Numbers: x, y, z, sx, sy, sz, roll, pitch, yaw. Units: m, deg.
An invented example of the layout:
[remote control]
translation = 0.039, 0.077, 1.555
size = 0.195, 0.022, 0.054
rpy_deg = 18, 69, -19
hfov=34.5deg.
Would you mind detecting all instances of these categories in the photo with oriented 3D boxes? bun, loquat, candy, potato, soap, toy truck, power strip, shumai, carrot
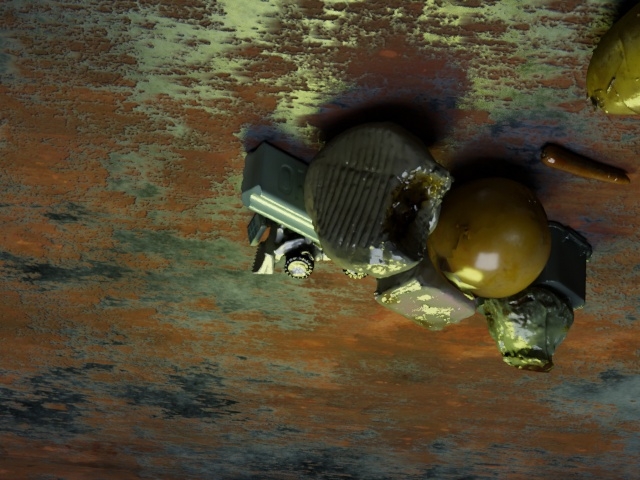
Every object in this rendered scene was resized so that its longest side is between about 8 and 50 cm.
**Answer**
[bun]
translation = 0.106, -0.067, 1.815
size = 0.281, 0.282, 0.205
rpy_deg = -13, 164, 27
[loquat]
translation = 0.309, -0.005, 1.888
size = 0.235, 0.235, 0.235
rpy_deg = 4, 148, 2
[candy]
translation = 0.212, 0.063, 2.068
size = 0.195, 0.185, 0.137
rpy_deg = 30, 136, -27
[potato]
translation = 0.498, -0.281, 1.475
size = 0.140, 0.173, 0.300
rpy_deg = 4, 152, -28
[soap]
translation = -0.049, -0.086, 1.915
size = 0.198, 0.119, 0.066
rpy_deg = 27, 140, -30
[toy truck]
translation = 0.000, 0.000, 2.040
size = 0.285, 0.136, 0.111
rpy_deg = -4, 126, 10
[power strip]
translation = -0.130, -0.024, 2.098
size = 0.016, 0.040, 0.090
rpy_deg = -2, 152, -23
[shumai]
translation = 0.395, 0.183, 2.006
size = 0.184, 0.142, 0.184
rpy_deg = 2, 147, 2
[carrot]
translation = 0.478, -0.131, 1.849
size = 0.190, 0.037, 0.037
rpy_deg = 14, 147, -21

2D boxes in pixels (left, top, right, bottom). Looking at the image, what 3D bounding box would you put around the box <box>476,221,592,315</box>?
[box]
translation = 0.424, 0.080, 2.093
size = 0.243, 0.135, 0.163
rpy_deg = -24, 136, 39
